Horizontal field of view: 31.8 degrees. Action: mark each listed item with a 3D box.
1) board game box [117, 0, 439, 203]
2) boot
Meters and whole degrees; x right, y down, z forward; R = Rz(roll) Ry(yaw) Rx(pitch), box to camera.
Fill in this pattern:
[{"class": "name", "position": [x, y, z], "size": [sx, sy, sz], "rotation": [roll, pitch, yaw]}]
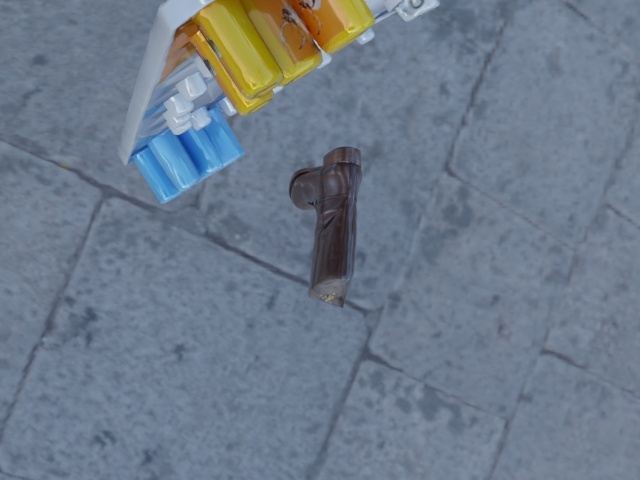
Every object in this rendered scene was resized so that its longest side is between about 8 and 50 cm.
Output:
[{"class": "board game box", "position": [0.073, -0.152, 0.636], "size": [0.390, 0.390, 0.050], "rotation": [-31, 93, -13]}, {"class": "boot", "position": [0.000, 0.000, 0.831], "size": [0.037, 0.106, 0.114], "rotation": [9, 69, -18]}]
